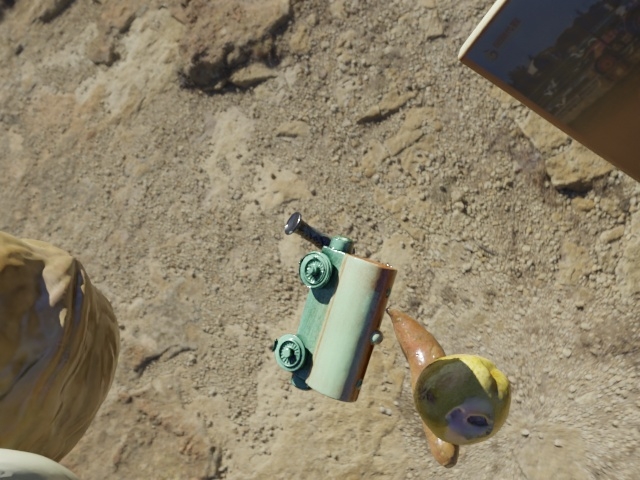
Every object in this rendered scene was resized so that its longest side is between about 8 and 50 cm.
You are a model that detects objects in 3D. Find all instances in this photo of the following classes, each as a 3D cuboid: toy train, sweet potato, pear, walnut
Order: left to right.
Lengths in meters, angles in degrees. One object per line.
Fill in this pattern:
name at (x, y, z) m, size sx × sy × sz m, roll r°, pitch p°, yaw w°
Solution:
walnut at (-0.358, 0.129, 0.501) m, size 0.313 × 0.277 × 0.252 m, roll -48°, pitch 20°, yaw -16°
toy train at (0.033, 0.140, 0.907) m, size 0.177 × 0.116 × 0.286 m, roll 19°, pitch 92°, yaw 33°
sweet potato at (0.242, 0.304, 1.129) m, size 0.095 × 0.106 × 0.355 m, roll -54°, pitch 45°, yaw 50°
pear at (0.268, 0.292, 0.966) m, size 0.177 × 0.178 × 0.178 m, roll -8°, pitch 68°, yaw 20°

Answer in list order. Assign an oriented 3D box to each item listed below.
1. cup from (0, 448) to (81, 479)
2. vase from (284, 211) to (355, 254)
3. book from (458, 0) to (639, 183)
cup at (-0.262, 0.247, 0.313) m, size 0.173 × 0.202 × 0.256 m, roll -6°, pitch 55°, yaw 44°
vase at (0.000, 0.000, 1.155) m, size 0.059 × 0.166 × 0.059 m, roll -41°, pitch 31°, yaw 31°
book at (0.334, -0.138, 0.394) m, size 0.373 × 0.262 × 0.028 m, roll 32°, pitch 51°, yaw -7°
